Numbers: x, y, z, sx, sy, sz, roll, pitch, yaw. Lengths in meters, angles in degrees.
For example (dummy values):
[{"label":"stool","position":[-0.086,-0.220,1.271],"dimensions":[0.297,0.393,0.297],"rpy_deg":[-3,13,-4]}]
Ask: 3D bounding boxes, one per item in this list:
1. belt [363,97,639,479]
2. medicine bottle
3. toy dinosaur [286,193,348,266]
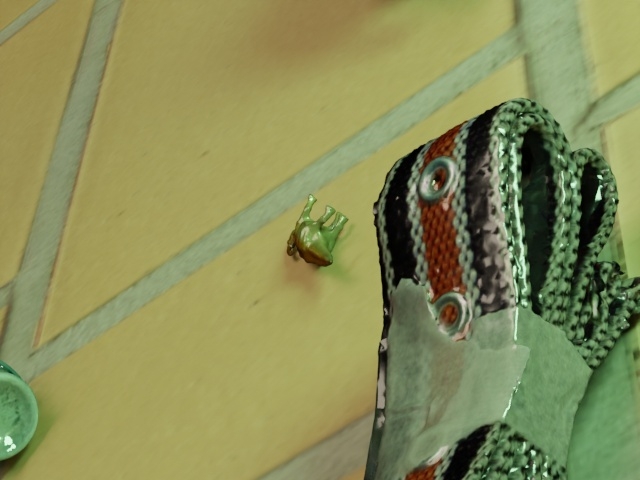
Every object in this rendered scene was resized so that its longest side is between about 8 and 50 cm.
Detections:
[{"label":"belt","position":[0.066,0.090,0.765],"dimensions":[0.094,0.126,0.359],"rpy_deg":[-27,34,37]},{"label":"medicine bottle","position":[-0.279,0.099,1.298],"dimensions":[0.124,0.079,0.258],"rpy_deg":[-54,28,-15]},{"label":"toy dinosaur","position":[0.001,-0.003,1.091],"dimensions":[0.041,0.026,0.113],"rpy_deg":[-56,18,-5]}]
